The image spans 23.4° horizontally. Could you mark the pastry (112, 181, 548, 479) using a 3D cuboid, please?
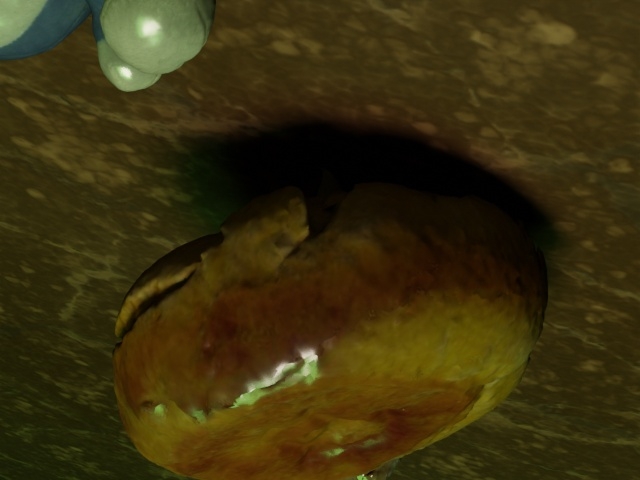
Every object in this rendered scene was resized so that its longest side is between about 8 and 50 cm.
[{"bbox_3d":[0.008,0.081,1.227,0.355,0.164,0.356,-13,155,-6],"label":"pastry"}]

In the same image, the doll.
[{"bbox_3d":[-0.165,-0.193,0.867,0.258,0.154,0.228,-4,117,28],"label":"doll"}]

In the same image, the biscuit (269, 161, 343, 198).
[{"bbox_3d":[0.000,0.000,1.299,0.052,0.056,0.188,8,157,19],"label":"biscuit"}]

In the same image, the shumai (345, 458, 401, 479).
[{"bbox_3d":[0.030,0.186,1.585,0.206,0.166,0.175,31,179,39],"label":"shumai"}]
